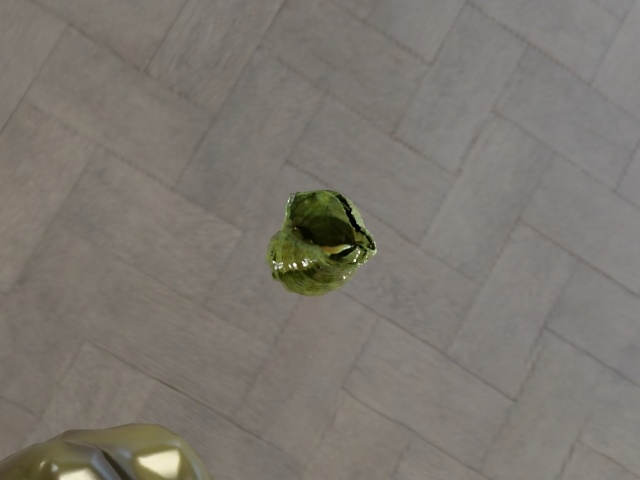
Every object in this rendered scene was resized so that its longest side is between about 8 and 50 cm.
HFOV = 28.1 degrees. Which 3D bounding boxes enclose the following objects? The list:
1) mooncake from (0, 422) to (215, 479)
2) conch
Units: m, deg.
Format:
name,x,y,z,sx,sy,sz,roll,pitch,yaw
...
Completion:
name,x,y,z,sx,sy,sz,roll,pitch,yaw
mooncake,-0.060,0.202,0.271,0.246,0.394,0.393,47,49,-8
conch,0.000,0.000,1.046,0.074,0.121,0.089,-22,95,-34
